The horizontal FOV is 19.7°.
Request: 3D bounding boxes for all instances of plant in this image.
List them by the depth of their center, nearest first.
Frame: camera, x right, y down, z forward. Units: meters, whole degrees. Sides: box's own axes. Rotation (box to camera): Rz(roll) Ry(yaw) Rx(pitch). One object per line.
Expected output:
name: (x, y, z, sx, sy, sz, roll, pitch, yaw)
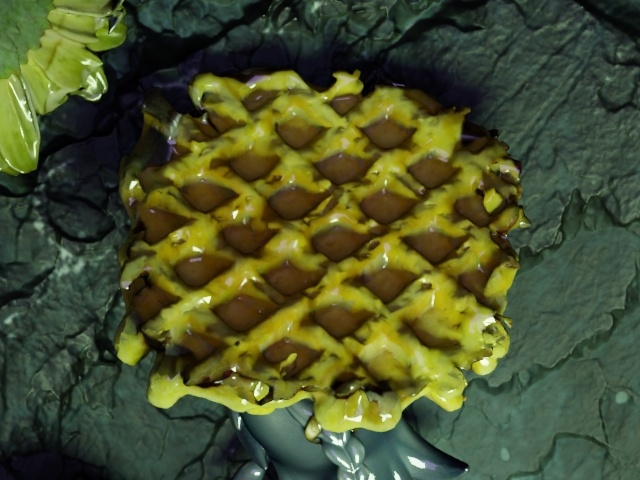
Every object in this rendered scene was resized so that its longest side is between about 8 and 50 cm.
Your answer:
plant: (-0.284, -0.223, 1.674, 0.261, 0.297, 0.306, -10, 83, -31)

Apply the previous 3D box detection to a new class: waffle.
waffle: (0.000, 0.000, 1.672, 0.380, 0.095, 0.382, 5, 58, 2)

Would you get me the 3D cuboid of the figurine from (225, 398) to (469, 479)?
figurine: (0.010, 0.180, 1.756, 0.175, 0.197, 0.265, -40, 96, -32)
